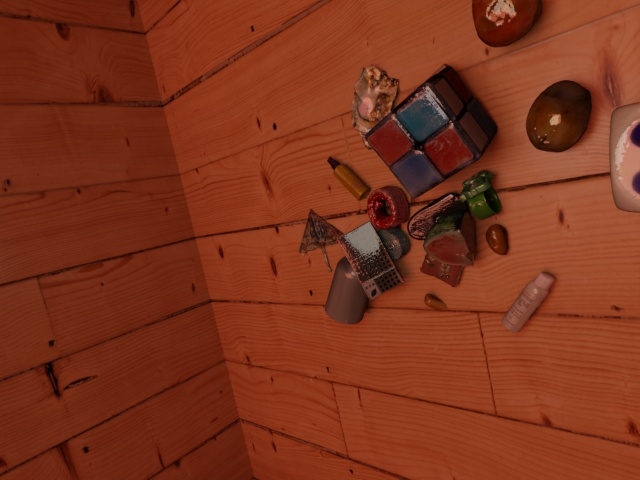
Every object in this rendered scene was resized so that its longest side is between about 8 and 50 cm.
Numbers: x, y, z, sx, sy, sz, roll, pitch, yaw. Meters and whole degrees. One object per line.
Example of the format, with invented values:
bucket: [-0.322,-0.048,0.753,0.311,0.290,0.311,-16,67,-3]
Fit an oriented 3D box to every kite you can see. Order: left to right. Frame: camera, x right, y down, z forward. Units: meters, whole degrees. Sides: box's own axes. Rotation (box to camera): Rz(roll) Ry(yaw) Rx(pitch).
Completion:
kite: [0.000,0.000,2.309,0.406,0.014,0.367,-17,91,44]

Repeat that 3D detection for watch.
watch: [0.628,-0.170,1.615,0.152,0.165,0.131,48,133,-11]

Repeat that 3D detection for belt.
belt: [0.334,0.007,1.960,0.148,0.082,0.162,-34,82,53]

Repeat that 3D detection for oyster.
oyster: [0.232,-0.583,1.874,0.201,0.107,0.353,14,101,18]

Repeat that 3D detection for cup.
cup: [0.153,0.240,2.115,0.206,0.206,0.311,31,120,32]

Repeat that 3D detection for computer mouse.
computer mouse: [0.493,-0.098,1.776,0.270,0.086,0.137,-31,93,28]

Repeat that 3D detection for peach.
peach: [0.601,-0.771,1.387,0.214,0.214,0.235,-22,109,44]

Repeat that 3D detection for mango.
mango: [0.689,0.000,1.645,0.077,0.063,0.126,-16,91,37]

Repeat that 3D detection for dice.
dice: [0.986,-0.241,1.157,0.305,0.277,0.303,-1,101,40]

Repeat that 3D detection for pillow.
pillow: [0.526,0.100,1.816,0.179,0.075,0.171,29,120,32]

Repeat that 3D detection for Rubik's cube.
Rubik's cube: [0.410,-0.398,1.559,0.313,0.316,0.318,50,132,-6]

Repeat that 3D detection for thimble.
thimble: [0.303,-0.151,1.910,0.163,0.125,0.189,-16,91,45]

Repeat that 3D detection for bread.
bread: [0.516,0.281,1.906,0.049,0.103,0.062,-58,20,25]

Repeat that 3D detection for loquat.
loquat: [0.772,-0.401,1.373,0.179,0.179,0.227,22,114,36]

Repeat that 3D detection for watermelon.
watermelon: [0.513,-0.012,1.624,0.224,0.305,0.180,-42,53,4]

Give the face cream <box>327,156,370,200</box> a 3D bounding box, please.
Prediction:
face cream: [0.125,-0.311,2.055,0.273,0.078,0.078,49,130,20]

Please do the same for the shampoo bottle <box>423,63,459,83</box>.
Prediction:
shampoo bottle: [0.439,-0.572,1.687,0.127,0.078,0.257,48,130,10]

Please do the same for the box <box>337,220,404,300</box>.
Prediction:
box: [0.230,0.091,1.944,0.181,0.047,0.324,-29,85,9]

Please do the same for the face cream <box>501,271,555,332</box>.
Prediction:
face cream: [0.794,0.234,1.609,0.082,0.082,0.268,39,127,27]
